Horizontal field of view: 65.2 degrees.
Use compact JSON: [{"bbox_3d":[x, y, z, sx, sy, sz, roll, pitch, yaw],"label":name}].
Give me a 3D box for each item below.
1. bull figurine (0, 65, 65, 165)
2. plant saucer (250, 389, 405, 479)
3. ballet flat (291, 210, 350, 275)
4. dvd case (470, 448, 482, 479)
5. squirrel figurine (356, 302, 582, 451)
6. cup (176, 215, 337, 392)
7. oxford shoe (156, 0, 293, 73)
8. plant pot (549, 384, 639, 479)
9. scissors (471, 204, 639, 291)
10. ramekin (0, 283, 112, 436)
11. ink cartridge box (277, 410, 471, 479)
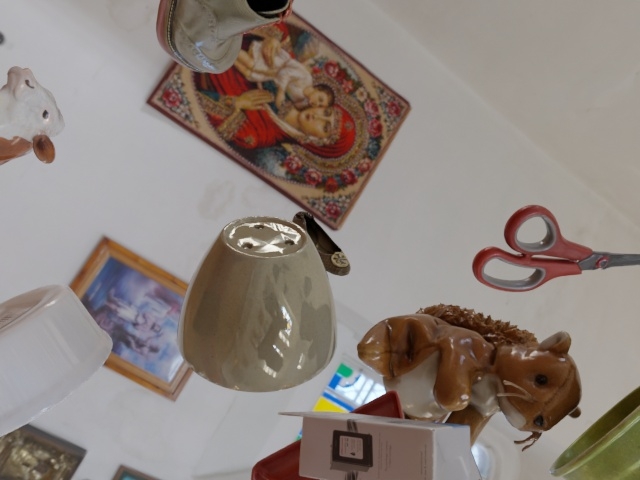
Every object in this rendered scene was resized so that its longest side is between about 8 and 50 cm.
[{"bbox_3d":[-0.422,-0.117,0.527,0.310,0.188,0.101,-7,-98,34],"label":"bull figurine"},{"bbox_3d":[0.018,0.346,0.612,0.259,0.048,0.258,-33,-154,15],"label":"plant saucer"},{"bbox_3d":[0.000,0.000,1.289,0.250,0.084,0.058,51,-49,41],"label":"ballet flat"},{"bbox_3d":[0.367,0.622,1.227,0.022,0.180,0.253,-33,-123,27],"label":"dvd case"},{"bbox_3d":[0.337,0.252,1.037,0.370,0.281,0.397,-10,-167,33],"label":"squirrel figurine"},{"bbox_3d":[-0.115,0.092,0.989,0.331,0.330,0.237,-84,-178,-62],"label":"cup"},{"bbox_3d":[-0.098,-0.254,0.542,0.123,0.130,0.348,-64,-174,-6],"label":"oxford shoe"},{"bbox_3d":[0.568,0.387,0.795,0.276,0.254,0.276,-31,151,-20],"label":"plant pot"},{"bbox_3d":[0.314,0.030,0.599,0.109,0.297,0.021,-67,-154,23],"label":"scissors"},{"bbox_3d":[-0.508,0.188,0.827,0.277,0.135,0.277,-20,-162,7],"label":"ramekin"},{"bbox_3d":[0.052,0.215,0.517,0.180,0.104,0.060,-8,-109,34],"label":"ink cartridge box"}]
